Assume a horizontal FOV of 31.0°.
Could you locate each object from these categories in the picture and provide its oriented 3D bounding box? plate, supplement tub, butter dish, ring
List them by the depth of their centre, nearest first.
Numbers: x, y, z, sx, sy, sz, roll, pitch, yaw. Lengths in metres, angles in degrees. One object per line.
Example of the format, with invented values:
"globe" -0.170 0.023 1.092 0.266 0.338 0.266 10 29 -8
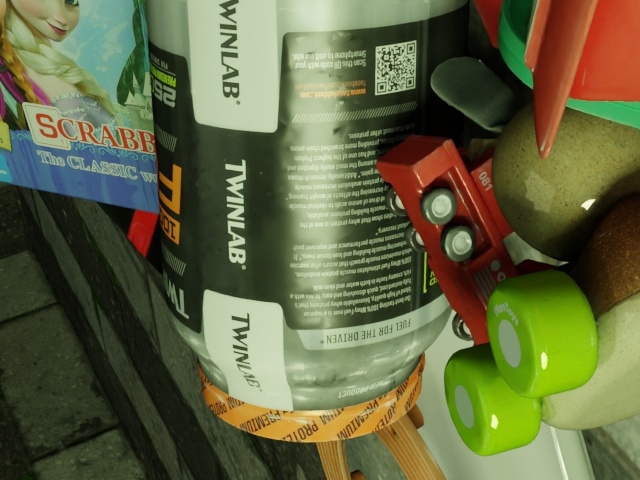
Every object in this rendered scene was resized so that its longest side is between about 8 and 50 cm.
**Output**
"butter dish" 0.148 -0.124 0.431 0.160 0.118 0.160 93 -170 -52
"supplement tub" -0.007 -0.046 0.725 0.193 0.193 0.316 38 134 56
"plate" 0.127 0.153 0.859 0.278 0.045 0.277 6 114 69
"ring" 0.077 0.247 0.984 0.336 0.032 0.336 56 159 34

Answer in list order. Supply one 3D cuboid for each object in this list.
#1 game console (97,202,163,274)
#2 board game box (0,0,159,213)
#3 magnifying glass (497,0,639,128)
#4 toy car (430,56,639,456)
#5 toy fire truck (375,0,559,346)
"game console" -0.103 -0.132 0.971 0.342 0.060 0.386 44 136 22
"board game box" -0.205 -0.177 0.853 0.319 0.066 0.318 10 129 24
"magnifying glass" 0.170 -0.055 0.493 0.231 0.092 0.026 41 144 35
"toy car" 0.125 -0.015 0.554 0.149 0.155 0.188 107 148 -60
"toy fire truck" 0.106 -0.038 0.632 0.192 0.135 0.047 60 163 -19
